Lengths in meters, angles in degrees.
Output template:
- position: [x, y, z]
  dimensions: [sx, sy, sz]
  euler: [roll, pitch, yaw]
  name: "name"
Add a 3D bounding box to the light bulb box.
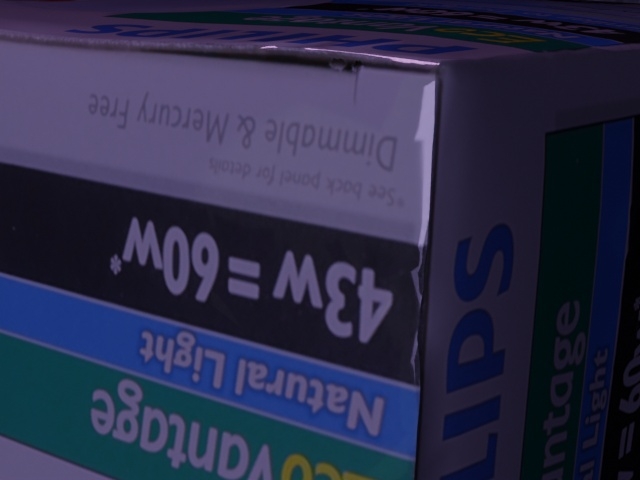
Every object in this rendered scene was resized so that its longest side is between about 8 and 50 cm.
- position: [0.000, 0.000, 0.587]
  dimensions: [0.358, 0.361, 0.225]
  euler: [12, 107, 36]
  name: "light bulb box"
